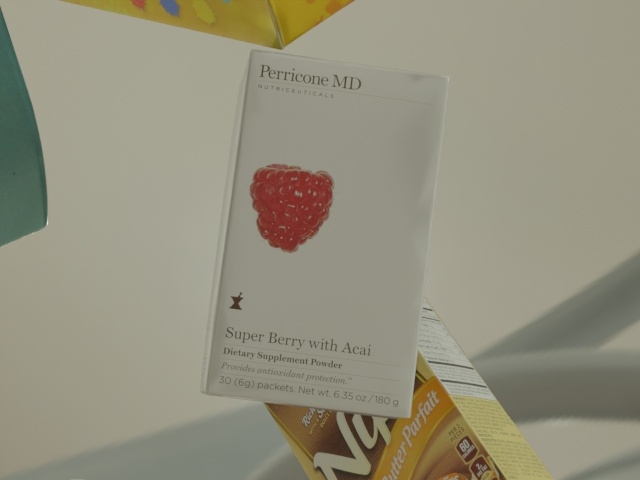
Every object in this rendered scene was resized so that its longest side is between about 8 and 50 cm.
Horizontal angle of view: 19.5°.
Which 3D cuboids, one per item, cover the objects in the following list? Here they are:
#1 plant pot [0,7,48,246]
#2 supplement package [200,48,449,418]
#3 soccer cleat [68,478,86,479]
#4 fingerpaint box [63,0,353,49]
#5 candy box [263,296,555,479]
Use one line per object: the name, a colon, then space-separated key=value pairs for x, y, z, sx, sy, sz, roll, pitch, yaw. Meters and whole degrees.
plant pot: x=-0.319 y=-0.105 z=1.526 sx=0.165 sy=0.165 sz=0.234 roll=-127 pitch=-164 yaw=-56
supplement package: x=0.000 y=0.000 z=1.618 sx=0.175 sy=0.178 sz=0.293 roll=132 pitch=-35 yaw=-83
soccer cleat: x=-0.158 y=0.365 z=1.889 sx=0.116 sy=0.143 sz=0.331 roll=-21 pitch=-77 yaw=42
fingerpaint box: x=-0.067 y=-0.365 z=1.831 sx=0.445 sy=0.371 sz=0.163 roll=17 pitch=-45 yaw=46
candy box: x=0.089 y=0.207 z=1.769 sx=0.183 sy=0.088 sz=0.316 roll=-52 pitch=-128 yaw=23
